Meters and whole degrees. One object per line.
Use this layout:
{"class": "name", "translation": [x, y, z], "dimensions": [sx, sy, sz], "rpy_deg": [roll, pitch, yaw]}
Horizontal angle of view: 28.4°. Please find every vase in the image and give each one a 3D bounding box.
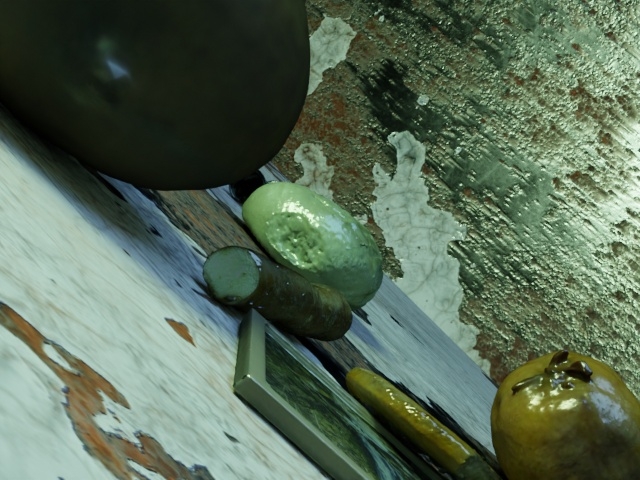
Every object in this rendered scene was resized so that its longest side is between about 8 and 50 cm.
{"class": "vase", "translation": [-0.090, -0.073, 1.917], "dimensions": [0.059, 0.059, 0.167], "rpy_deg": [44, 4, 12]}

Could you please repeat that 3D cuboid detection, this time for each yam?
{"class": "yam", "translation": [-0.033, 0.052, 1.169], "dimensions": [0.061, 0.061, 0.253], "rpy_deg": [45, 5, 22]}

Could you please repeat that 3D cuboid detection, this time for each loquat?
{"class": "loquat", "translation": [0.318, 0.253, 1.591], "dimensions": [0.238, 0.193, 0.238], "rpy_deg": [-24, 90, -83]}

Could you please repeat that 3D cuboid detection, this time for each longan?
{"class": "longan", "translation": [-0.159, -0.198, 1.052], "dimensions": [0.350, 0.288, 0.288], "rpy_deg": [46, 4, 0]}

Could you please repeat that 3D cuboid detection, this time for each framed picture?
{"class": "framed picture", "translation": [0.058, 0.184, 0.971], "dimensions": [0.324, 0.020, 0.240], "rpy_deg": [43, 4, -6]}

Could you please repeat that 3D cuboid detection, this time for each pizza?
{"class": "pizza", "translation": [0.107, 0.190, 1.155], "dimensions": [0.181, 0.034, 0.262], "rpy_deg": [34, -8, 41]}

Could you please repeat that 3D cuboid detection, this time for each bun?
{"class": "bun", "translation": [-0.001, -0.001, 1.664], "dimensions": [0.221, 0.108, 0.221], "rpy_deg": [43, 4, -4]}
